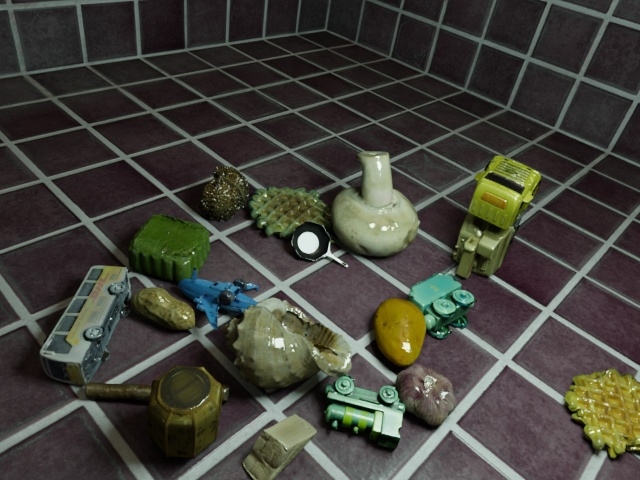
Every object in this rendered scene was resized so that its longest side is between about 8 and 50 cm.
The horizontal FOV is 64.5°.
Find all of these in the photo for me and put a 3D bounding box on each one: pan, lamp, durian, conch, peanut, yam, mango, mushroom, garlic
[{"bbox_3d":[-0.015,0.036,1.683,0.128,0.048,0.202,-31,87,-17],"label":"pan"},{"bbox_3d":[-0.288,0.365,1.081,0.161,0.185,0.161,6,40,-5],"label":"lamp"},{"bbox_3d":[-0.338,-0.169,1.754,0.166,0.196,0.196,4,36,10],"label":"durian"},{"bbox_3d":[-0.088,0.265,1.266,0.323,0.186,0.263,29,33,-1],"label":"conch"},{"bbox_3d":[-0.418,0.182,1.363,0.194,0.094,0.083,18,11,14],"label":"peanut"},{"bbox_3d":[-0.379,0.353,1.189,0.326,0.046,0.045,4,15,-8],"label":"yam"},{"bbox_3d":[0.223,0.252,1.408,0.147,0.110,0.227,-5,39,-1],"label":"mango"},{"bbox_3d":[0.168,-0.106,1.755,0.315,0.315,0.356,-30,87,-40],"label":"mushroom"},{"bbox_3d":[0.265,0.378,1.268,0.147,0.102,0.159,-11,43,-27],"label":"garlic"}]

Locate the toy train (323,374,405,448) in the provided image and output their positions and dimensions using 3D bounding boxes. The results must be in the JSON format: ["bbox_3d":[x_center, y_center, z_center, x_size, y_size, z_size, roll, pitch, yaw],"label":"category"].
[{"bbox_3d":[0.100,0.405,1.211,0.200,0.083,0.132,11,44,6],"label":"toy train"}]

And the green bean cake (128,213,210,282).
[{"bbox_3d":[-0.455,0.023,1.538,0.214,0.113,0.200,14,37,3],"label":"green bean cake"}]

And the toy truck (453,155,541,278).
[{"bbox_3d":[0.555,-0.057,1.662,0.180,0.406,0.254,28,50,21],"label":"toy truck"}]

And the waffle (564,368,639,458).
[{"bbox_3d":[0.799,0.463,1.328,0.300,0.058,0.282,-1,38,-14],"label":"waffle"}]

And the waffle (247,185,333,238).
[{"bbox_3d":[-0.106,-0.106,1.836,0.308,0.056,0.292,-5,40,-21],"label":"waffle"}]

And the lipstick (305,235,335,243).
[{"bbox_3d":[0.000,0.000,1.746,0.115,0.037,0.037,-1,39,-21],"label":"lipstick"}]

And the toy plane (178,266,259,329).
[{"bbox_3d":[-0.278,0.157,1.424,0.271,0.105,0.254,24,25,10],"label":"toy plane"}]

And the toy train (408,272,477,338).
[{"bbox_3d":[0.358,0.193,1.528,0.203,0.112,0.163,-19,40,-34],"label":"toy train"}]

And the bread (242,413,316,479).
[{"bbox_3d":[-0.087,0.464,1.135,0.077,0.105,0.152,33,11,27],"label":"bread"}]

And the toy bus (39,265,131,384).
[{"bbox_3d":[-0.582,0.199,1.292,0.137,0.097,0.343,7,37,-2],"label":"toy bus"}]
